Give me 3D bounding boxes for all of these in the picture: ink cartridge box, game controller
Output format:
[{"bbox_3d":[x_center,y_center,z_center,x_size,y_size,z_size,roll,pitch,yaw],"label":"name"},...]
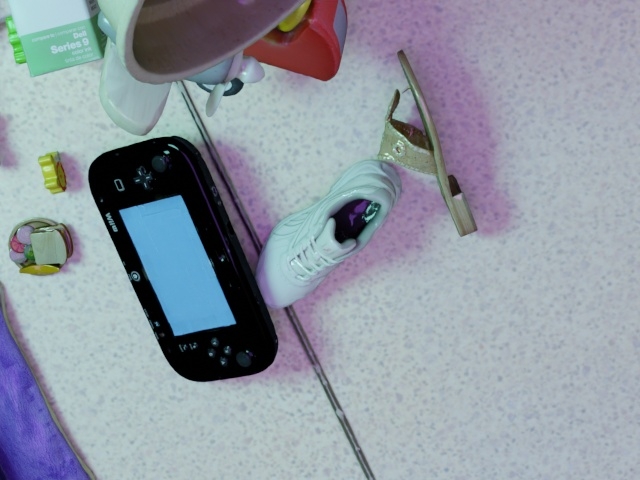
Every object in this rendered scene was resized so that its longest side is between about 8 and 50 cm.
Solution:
[{"bbox_3d":[-0.302,-0.309,1.652,0.093,0.154,0.212,-14,106,8],"label":"ink cartridge box"},{"bbox_3d":[-0.168,0.027,1.782,0.166,0.067,0.319,-15,106,25],"label":"game controller"}]

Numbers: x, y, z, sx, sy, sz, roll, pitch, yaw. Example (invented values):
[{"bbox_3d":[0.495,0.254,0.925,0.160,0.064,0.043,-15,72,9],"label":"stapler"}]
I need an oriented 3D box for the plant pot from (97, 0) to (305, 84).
[{"bbox_3d":[-0.138,-0.361,1.271,0.334,0.334,0.305,-45,79,15],"label":"plant pot"}]

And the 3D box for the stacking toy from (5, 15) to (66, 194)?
[{"bbox_3d":[-0.413,-0.150,1.767,0.167,0.052,0.221,-10,104,6],"label":"stacking toy"}]

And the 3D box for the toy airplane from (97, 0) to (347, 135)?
[{"bbox_3d":[-0.127,-0.327,1.516,0.272,0.384,0.386,-15,96,41],"label":"toy airplane"}]

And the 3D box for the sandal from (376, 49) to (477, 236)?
[{"bbox_3d":[0.108,-0.100,1.731,0.079,0.088,0.240,-23,110,4],"label":"sandal"}]

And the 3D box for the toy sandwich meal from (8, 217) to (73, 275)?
[{"bbox_3d":[-0.350,0.010,1.821,0.086,0.029,0.085,1,108,3],"label":"toy sandwich meal"}]

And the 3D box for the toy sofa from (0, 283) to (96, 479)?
[{"bbox_3d":[-0.438,0.233,1.834,0.177,0.150,0.362,-19,105,10],"label":"toy sofa"}]

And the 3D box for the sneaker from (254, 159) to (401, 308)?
[{"bbox_3d":[0.000,0.000,1.753,0.090,0.115,0.232,41,105,-9],"label":"sneaker"}]
